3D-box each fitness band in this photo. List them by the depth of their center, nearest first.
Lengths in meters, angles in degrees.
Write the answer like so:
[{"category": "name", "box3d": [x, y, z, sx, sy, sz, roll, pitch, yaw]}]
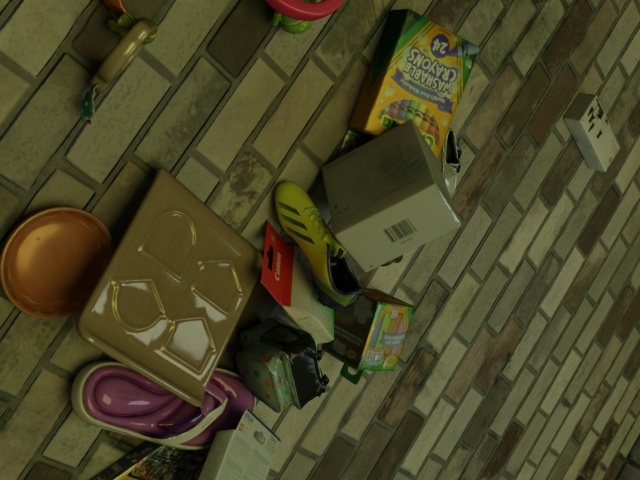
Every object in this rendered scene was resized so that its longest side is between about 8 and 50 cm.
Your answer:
[{"category": "fitness band", "box3d": [-0.032, -0.548, 1.421, 0.209, 0.054, 0.291, 7, 82, -34]}]

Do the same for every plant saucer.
[{"category": "plant saucer", "box3d": [-0.453, 0.036, 1.338, 0.200, 0.037, 0.200, -15, 114, -35]}]

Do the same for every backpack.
[{"category": "backpack", "box3d": [-0.093, 0.255, 1.626, 0.144, 0.188, 0.166, -28, 120, -23]}]

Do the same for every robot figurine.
[{"category": "robot figurine", "box3d": [-0.053, -0.445, 1.480, 0.101, 0.067, 0.115, -34, 124, -19]}]

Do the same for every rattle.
[{"category": "rattle", "box3d": [-0.370, -0.307, 1.264, 0.199, 0.130, 0.143, -43, 122, 14]}]

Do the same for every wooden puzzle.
[{"category": "wooden puzzle", "box3d": [-0.275, 0.090, 1.449, 0.322, 0.080, 0.348, 45, 56, -42]}]

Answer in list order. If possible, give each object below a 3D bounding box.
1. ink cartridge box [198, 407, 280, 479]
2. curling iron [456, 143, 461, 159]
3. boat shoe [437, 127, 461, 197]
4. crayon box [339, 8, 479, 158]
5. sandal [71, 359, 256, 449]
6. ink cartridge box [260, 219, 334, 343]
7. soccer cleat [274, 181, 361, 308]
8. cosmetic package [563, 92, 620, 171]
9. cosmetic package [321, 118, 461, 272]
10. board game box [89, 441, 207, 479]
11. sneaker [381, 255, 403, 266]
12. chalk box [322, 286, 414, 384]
[{"category": "ink cartridge box", "box3d": [-0.173, 0.481, 1.617, 0.224, 0.045, 0.223, -67, 152, -26]}, {"category": "curling iron", "box3d": [0.242, -0.166, 1.844, 0.274, 0.035, 0.068, -32, 120, -33]}, {"category": "boat shoe", "box3d": [0.299, -0.180, 1.823, 0.066, 0.063, 0.184, -22, 114, -38]}, {"category": "crayon box", "box3d": [0.196, -0.310, 1.700, 0.203, 0.083, 0.323, 19, 94, -28]}, {"category": "sandal", "box3d": [-0.279, 0.325, 1.518, 0.416, 0.102, 0.169, 13, 75, -41]}, {"category": "ink cartridge box", "box3d": [-0.041, 0.083, 1.623, 0.181, 0.056, 0.225, -89, 154, -45]}, {"category": "soccer cleat", "box3d": [0.001, 0.000, 1.587, 0.093, 0.121, 0.289, -21, 83, -34]}, {"category": "cosmetic package", "box3d": [0.787, -0.309, 2.248, 0.099, 0.060, 0.239, -54, 131, -10]}, {"category": "cosmetic package", "box3d": [0.139, -0.095, 1.609, 0.224, 0.225, 0.138, -27, 130, 15]}, {"category": "board game box", "box3d": [-0.347, 0.494, 1.594, 0.243, 0.042, 0.165, -31, 124, -28]}, {"category": "sneaker", "box3d": [0.133, -0.032, 1.791, 0.064, 0.086, 0.192, 5, 72, -38]}, {"category": "chalk box", "box3d": [0.105, 0.227, 1.819, 0.132, 0.132, 0.213, 10, 100, -42]}]
